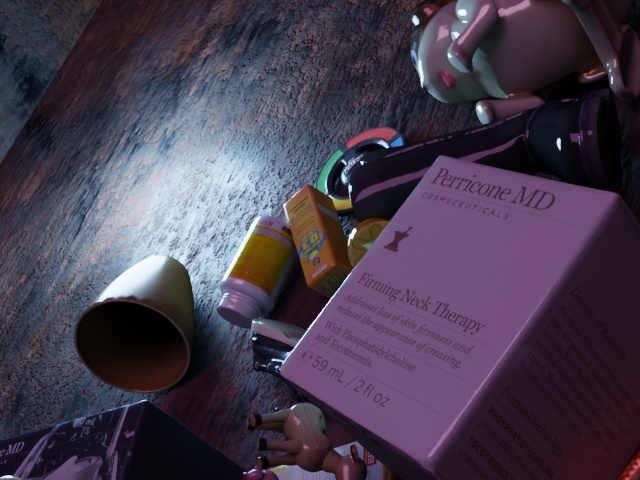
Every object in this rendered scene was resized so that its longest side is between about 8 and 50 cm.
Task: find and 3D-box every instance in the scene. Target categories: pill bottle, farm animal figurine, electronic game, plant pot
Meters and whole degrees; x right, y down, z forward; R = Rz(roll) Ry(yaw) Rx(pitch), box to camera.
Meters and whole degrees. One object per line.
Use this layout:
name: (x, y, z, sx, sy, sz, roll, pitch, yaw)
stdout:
pill bottle: (-0.124, 0.065, 1.932, 0.117, 0.117, 0.215, -1, 53, 45)
farm animal figurine: (0.005, 0.398, 1.329, 0.327, 0.172, 0.330, 168, 103, -72)
electronic game: (0.082, -0.144, 1.995, 0.229, 0.048, 0.229, -27, 39, 24)
plant pot: (-0.360, 0.148, 2.024, 0.237, 0.237, 0.254, -28, 24, 22)

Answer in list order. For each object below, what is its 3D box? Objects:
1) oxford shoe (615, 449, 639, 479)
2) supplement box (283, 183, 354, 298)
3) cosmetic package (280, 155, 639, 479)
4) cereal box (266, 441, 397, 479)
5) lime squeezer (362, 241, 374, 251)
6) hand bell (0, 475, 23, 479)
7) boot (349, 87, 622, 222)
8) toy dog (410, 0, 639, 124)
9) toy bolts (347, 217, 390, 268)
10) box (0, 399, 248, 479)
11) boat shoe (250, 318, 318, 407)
oxford shoe: (0.391, 0.351, 1.154, 0.132, 0.130, 0.364, 36, 73, 22)
supplement box: (0.000, 0.000, 1.879, 0.078, 0.080, 0.233, -41, 44, 21)
cosmetic package: (0.233, 0.154, 1.301, 0.394, 0.327, 0.329, -53, 35, -12)
cereal box: (0.009, 0.413, 1.506, 0.240, 0.047, 0.173, -23, 42, 27)
lime squeezer: (0.157, 0.140, 1.505, 0.110, 0.059, 0.310, -15, 84, 1)
hand bell: (-0.358, 0.405, 1.359, 0.242, 0.126, 0.126, -2, 52, 28)
boot: (0.249, -0.120, 1.565, 0.445, 0.146, 0.367, -10, 9, 21)
toy dog: (0.346, -0.393, 1.787, 0.408, 0.284, 0.395, -16, 44, 38)
toy bolts: (0.125, 0.099, 1.586, 0.228, 0.218, 0.158, -53, 32, 13)
box: (-0.410, 0.569, 1.566, 0.479, 0.297, 0.472, -20, 40, 31)
boat shoe: (-0.015, 0.231, 1.665, 0.340, 0.127, 0.113, 19, 98, 44)
